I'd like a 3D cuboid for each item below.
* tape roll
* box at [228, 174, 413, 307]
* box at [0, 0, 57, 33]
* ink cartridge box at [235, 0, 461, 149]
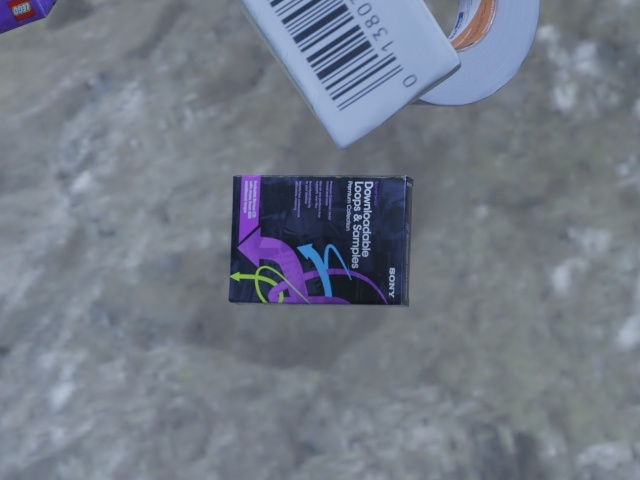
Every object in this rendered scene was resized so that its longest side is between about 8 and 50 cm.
[{"bbox_3d":[0.111,-0.242,1.795,0.219,0.072,0.219,-1,93,-29],"label":"tape roll"},{"bbox_3d":[0.000,0.000,1.590,0.029,0.162,0.116,19,71,-74],"label":"box"},{"bbox_3d":[-0.357,-0.218,1.621,0.201,0.293,0.057,-75,144,-57],"label":"box"},{"bbox_3d":[-0.062,-0.229,1.112,0.308,0.091,0.385,55,-1,-14],"label":"ink cartridge box"}]
